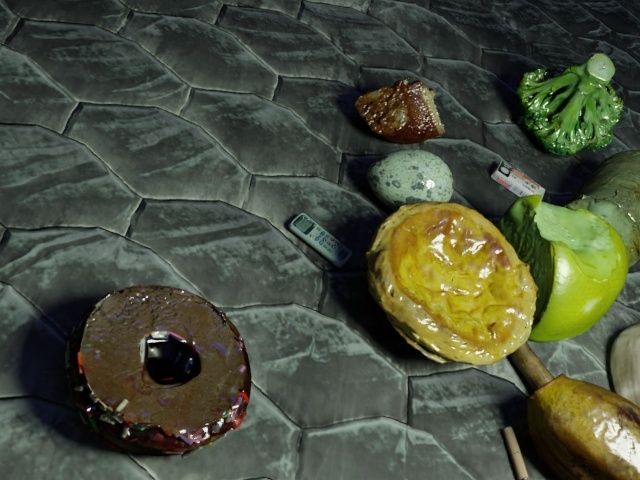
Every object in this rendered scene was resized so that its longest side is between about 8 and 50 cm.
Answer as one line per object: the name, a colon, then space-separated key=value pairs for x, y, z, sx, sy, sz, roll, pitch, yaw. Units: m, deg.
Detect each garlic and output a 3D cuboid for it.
garlic: x=0.632 y=0.261 z=1.643 sx=0.143 sy=0.112 sz=0.318 roll=27 pitch=53 yaw=-10

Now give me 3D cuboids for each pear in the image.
pear: x=0.499 y=0.048 z=1.694 sx=0.282 sy=0.176 sz=0.286 roll=8 pitch=49 yaw=-26

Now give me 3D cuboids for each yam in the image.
yam: x=0.659 y=-0.071 z=1.896 sx=0.195 sy=0.195 sz=0.300 roll=42 pitch=43 yaw=10
yam: x=0.334 y=0.154 z=1.591 sx=0.045 sy=0.045 sz=0.326 roll=-32 pitch=63 yaw=-1

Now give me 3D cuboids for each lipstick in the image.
lipstick: x=0.321 y=0.353 z=1.416 sx=0.019 sy=0.019 sz=0.094 roll=10 pitch=46 yaw=-23

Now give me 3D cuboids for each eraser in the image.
eraser: x=0.444 y=-0.128 z=1.933 sx=0.122 sy=0.029 sz=0.052 roll=34 pitch=42 yaw=1

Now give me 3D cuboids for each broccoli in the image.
broccoli: x=0.622 y=-0.338 z=2.063 sx=0.269 sy=0.269 sz=0.254 roll=-15 pitch=67 yaw=-40

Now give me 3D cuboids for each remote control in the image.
remote control: x=0.000 y=0.000 z=1.551 sx=0.124 sy=0.018 sz=0.053 roll=39 pitch=42 yaw=6

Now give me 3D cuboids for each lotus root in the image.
lotus root: x=0.468 y=0.334 z=1.410 sx=0.291 sy=0.193 sz=0.193 roll=38 pitch=42 yaw=11

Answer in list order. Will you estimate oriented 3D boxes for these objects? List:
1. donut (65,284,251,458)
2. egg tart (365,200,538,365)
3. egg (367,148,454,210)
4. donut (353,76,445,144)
donut: x=-0.221 y=0.180 z=1.188 sx=0.270 sy=0.103 sz=0.269 roll=15 pitch=47 yaw=-17
egg tart: x=0.220 y=0.086 z=1.514 sx=0.341 sy=0.129 sz=0.341 roll=13 pitch=49 yaw=-16
egg: x=0.175 y=-0.114 z=1.682 sx=0.172 sy=0.132 sz=0.132 roll=14 pitch=44 yaw=-2
donut: x=0.181 y=-0.268 z=1.851 sx=0.187 sy=0.144 sz=0.126 roll=22 pitch=39 yaw=-60
